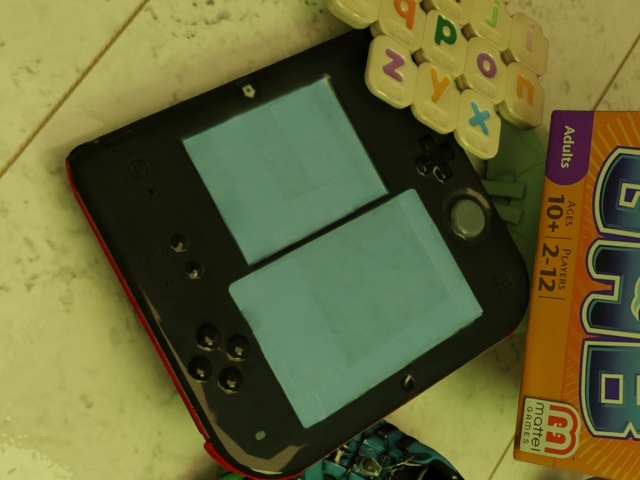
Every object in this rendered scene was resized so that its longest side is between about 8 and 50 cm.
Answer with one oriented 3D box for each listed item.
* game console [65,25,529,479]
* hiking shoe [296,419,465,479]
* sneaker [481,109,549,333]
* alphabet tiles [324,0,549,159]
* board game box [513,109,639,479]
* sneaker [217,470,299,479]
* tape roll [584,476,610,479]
[{"bbox_3d":[0.000,0.000,1.054,0.386,0.060,0.342,-28,94,-30],"label":"game console"},{"bbox_3d":[0.044,0.208,1.108,0.304,0.132,0.113,31,75,-30],"label":"hiking shoe"},{"bbox_3d":[0.182,-0.020,1.218,0.151,0.094,0.256,-7,94,-30],"label":"sneaker"},{"bbox_3d":[0.128,-0.227,1.166,0.284,0.021,0.278,26,57,-27],"label":"alphabet tiles"},{"bbox_3d":[0.448,0.075,1.174,0.356,0.356,0.356,11,85,-58],"label":"board game box"},{"bbox_3d":[-0.099,0.366,1.011,0.134,0.146,0.343,37,71,-29],"label":"sneaker"},{"bbox_3d":[0.342,0.367,1.278,0.080,0.189,0.189,-36,110,-28],"label":"tape roll"}]
